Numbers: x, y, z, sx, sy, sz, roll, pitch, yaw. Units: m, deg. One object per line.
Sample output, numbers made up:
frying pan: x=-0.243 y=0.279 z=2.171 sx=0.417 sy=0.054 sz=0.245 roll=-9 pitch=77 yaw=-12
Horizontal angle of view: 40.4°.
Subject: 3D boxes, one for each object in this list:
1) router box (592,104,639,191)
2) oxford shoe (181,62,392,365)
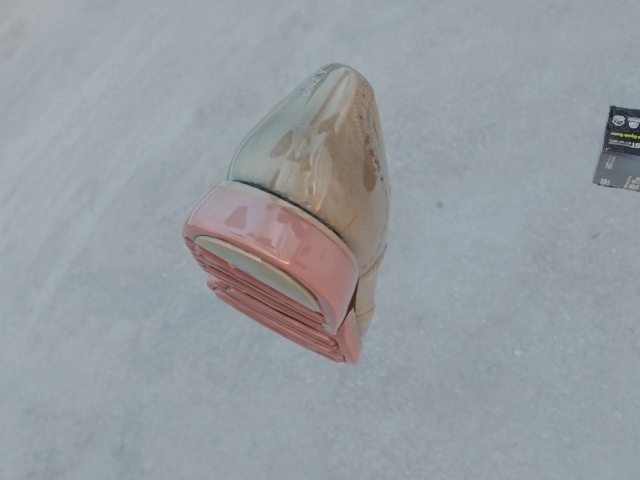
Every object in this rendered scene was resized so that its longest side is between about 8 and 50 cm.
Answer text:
router box: x=0.266 y=-0.067 z=0.684 sx=0.092 sy=0.122 sz=0.038 roll=11 pitch=84 yaw=16
oxford shoe: x=0.000 y=0.000 z=0.667 sx=0.146 sy=0.141 sz=0.397 roll=-62 pitch=-2 yaw=-12
